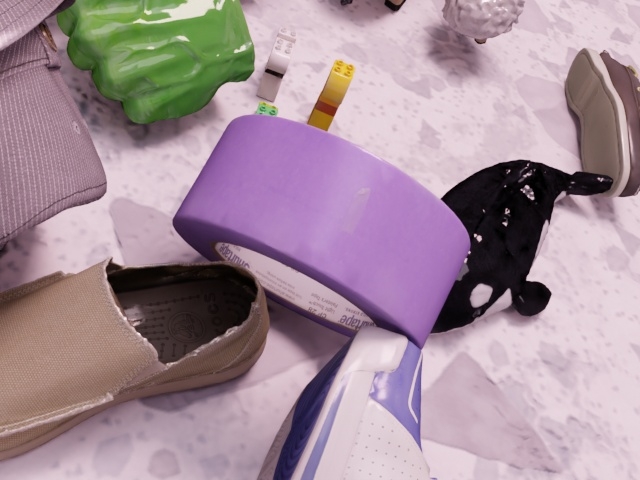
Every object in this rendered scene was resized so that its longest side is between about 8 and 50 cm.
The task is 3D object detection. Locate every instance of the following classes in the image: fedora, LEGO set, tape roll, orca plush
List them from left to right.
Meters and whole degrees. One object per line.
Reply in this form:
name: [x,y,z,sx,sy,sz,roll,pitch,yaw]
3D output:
fedora: [-0.221,-0.043,0.500,0.244,0.275,0.124,-39,107,-10]
LEGO set: [-0.019,-0.111,0.702,0.087,0.093,0.227,19,48,-8]
tape roll: [0.000,0.000,0.547,0.189,0.189,0.080,28,76,-1]
orca plush: [0.181,-0.024,0.712,0.287,0.102,0.151,-21,64,-35]

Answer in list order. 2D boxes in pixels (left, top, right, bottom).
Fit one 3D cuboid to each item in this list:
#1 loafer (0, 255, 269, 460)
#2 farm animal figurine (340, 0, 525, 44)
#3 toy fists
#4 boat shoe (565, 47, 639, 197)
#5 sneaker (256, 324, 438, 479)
loafer: [-0.150,0.060,0.508,0.269,0.092,0.102,-14,60,-32]
farm animal figurine: [0.107,-0.415,0.884,0.330,0.172,0.326,21,78,4]
toy fists: [-0.169,-0.234,0.675,0.142,0.096,0.279,-23,96,-31]
boat shoe: [0.325,-0.129,0.875,0.069,0.081,0.227,13,47,-9]
sneaker: [0.040,0.225,0.450,0.182,0.127,0.315,23,55,-10]
